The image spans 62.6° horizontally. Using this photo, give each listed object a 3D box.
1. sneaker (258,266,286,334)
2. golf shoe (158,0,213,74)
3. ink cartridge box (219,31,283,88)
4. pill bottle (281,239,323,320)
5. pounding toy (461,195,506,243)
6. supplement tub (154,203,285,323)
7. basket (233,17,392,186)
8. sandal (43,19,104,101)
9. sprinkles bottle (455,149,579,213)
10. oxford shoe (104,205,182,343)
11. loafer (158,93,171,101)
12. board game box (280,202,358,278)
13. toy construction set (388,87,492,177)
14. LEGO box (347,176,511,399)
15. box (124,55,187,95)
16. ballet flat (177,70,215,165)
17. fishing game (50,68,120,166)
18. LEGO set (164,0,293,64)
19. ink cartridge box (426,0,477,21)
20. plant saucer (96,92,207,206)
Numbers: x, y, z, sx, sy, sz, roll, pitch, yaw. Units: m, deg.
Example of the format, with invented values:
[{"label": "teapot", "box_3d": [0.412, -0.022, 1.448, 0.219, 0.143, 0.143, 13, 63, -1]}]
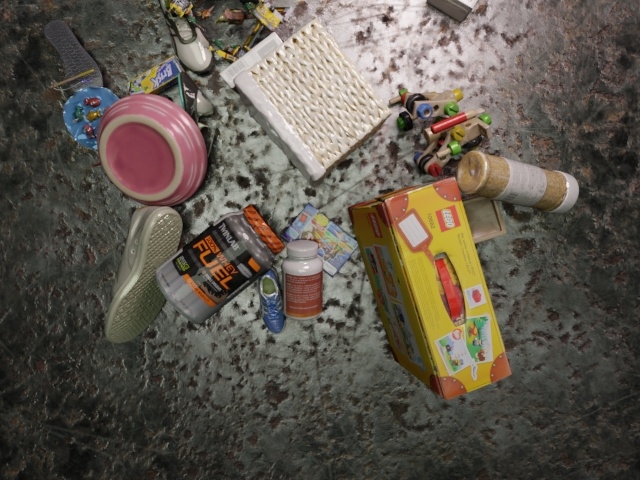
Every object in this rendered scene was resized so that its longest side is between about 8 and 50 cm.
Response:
[{"label": "sneaker", "box_3d": [-0.153, 0.185, 1.584, 0.080, 0.081, 0.211, -12, 96, 0]}, {"label": "golf shoe", "box_3d": [-0.396, -0.607, 1.500, 0.105, 0.120, 0.273, -24, 96, 1]}, {"label": "ink cartridge box", "box_3d": [-0.183, -0.484, 1.449, 0.181, 0.225, 0.056, -36, 105, 4]}, {"label": "pill bottle", "box_3d": [-0.052, 0.114, 1.534, 0.121, 0.121, 0.216, 1, 109, 1]}, {"label": "pounding toy", "box_3d": [0.426, -0.026, 1.549, 0.206, 0.094, 0.181, -17, 94, 3]}, {"label": "supplement tub", "box_3d": [-0.280, 0.061, 1.505, 0.338, 0.207, 0.207, -39, 93, -2]}, {"label": "basket", "box_3d": [-0.024, -0.351, 1.417, 0.266, 0.328, 0.331, -41, 93, 0]}, {"label": "sandal", "box_3d": [-0.712, -0.524, 1.548, 0.097, 0.054, 0.255, -27, 91, -7]}, {"label": "sprinkles bottle", "box_3d": [0.547, -0.157, 1.455, 0.355, 0.121, 0.121, 8, 96, -26]}, {"label": "oxford shoe", "box_3d": [-0.536, 0.095, 1.564, 0.130, 0.169, 0.449, 29, 104, 33]}, {"label": "loafer", "box_3d": [-0.480, -0.349, 1.551, 0.062, 0.061, 0.170, 15, 94, 1]}, {"label": "board game box", "box_3d": [0.000, 0.000, 1.588, 0.201, 0.035, 0.136, 39, 94, -2]}, {"label": "toy construction set", "box_3d": [0.369, -0.325, 1.435, 0.237, 0.309, 0.258, -23, 102, -2]}, {"label": "LEGO box", "box_3d": [0.270, 0.110, 1.413, 0.193, 0.372, 0.500, -18, 95, -10]}, {"label": "box", "box_3d": [-0.480, -0.469, 1.544, 0.168, 0.054, 0.059, -29, 94, 4]}, {"label": "ballet flat", "box_3d": [-0.359, -0.348, 1.541, 0.096, 0.095, 0.281, -3, 105, -9]}, {"label": "fishing game", "box_3d": [-0.653, -0.352, 1.533, 0.189, 0.041, 0.264, -16, 112, 1]}, {"label": "LEGO set", "box_3d": [-0.236, -0.618, 1.402, 0.255, 0.192, 0.331, -48, 125, -3]}, {"label": "ink cartridge box", "box_3d": [0.400, -0.733, 1.470, 0.128, 0.127, 0.176, 30, 95, -1]}, {"label": "plant saucer", "box_3d": [-0.490, -0.241, 1.492, 0.332, 0.084, 0.332, 5, 117, 9]}]
